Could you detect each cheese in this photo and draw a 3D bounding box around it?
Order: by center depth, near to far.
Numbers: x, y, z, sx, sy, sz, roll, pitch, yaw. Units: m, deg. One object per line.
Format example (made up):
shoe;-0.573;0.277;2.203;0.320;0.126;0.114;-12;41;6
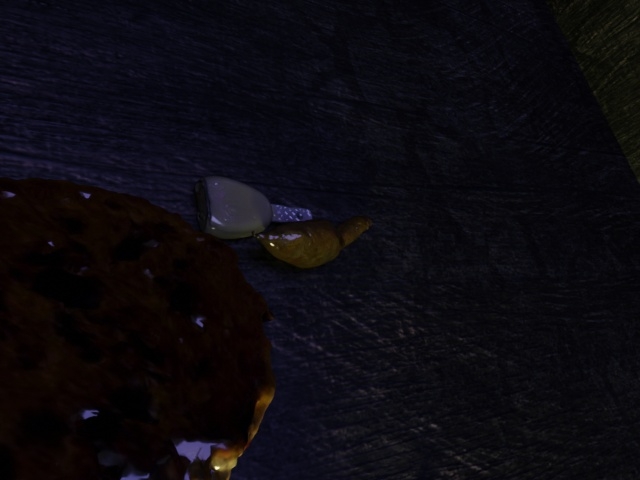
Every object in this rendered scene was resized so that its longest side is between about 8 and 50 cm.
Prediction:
cheese;-0.092;-0.043;0.824;0.192;0.037;0.097;5;63;-35

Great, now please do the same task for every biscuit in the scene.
biscuit;-0.178;0.080;0.382;0.290;0.081;0.334;27;36;-4

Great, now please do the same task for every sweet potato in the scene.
sweet potato;0.002;0.001;0.851;0.270;0.075;0.074;-10;71;-50
